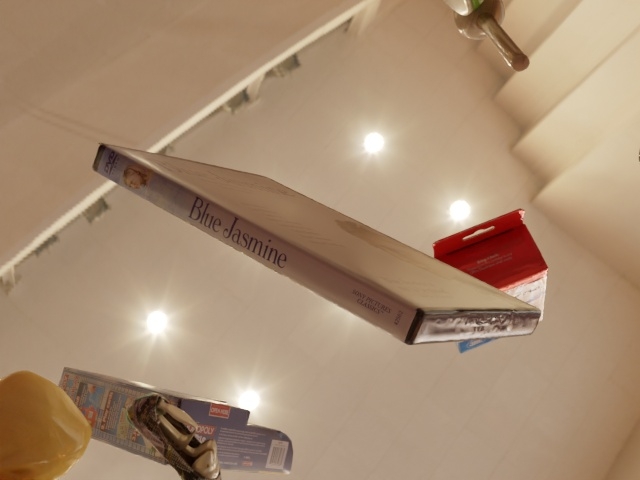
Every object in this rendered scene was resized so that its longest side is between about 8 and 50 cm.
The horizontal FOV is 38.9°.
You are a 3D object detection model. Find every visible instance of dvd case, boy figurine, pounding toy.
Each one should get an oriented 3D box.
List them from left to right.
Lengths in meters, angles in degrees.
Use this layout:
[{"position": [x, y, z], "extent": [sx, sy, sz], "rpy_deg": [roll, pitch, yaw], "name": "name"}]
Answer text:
[{"position": [-0.248, 0.229, 0.621], "extent": [0.092, 0.177, 0.285], "rpy_deg": [36, -127, -29], "name": "boy figurine"}, {"position": [0.000, 0.000, 0.583], "extent": [0.253, 0.180, 0.022], "rpy_deg": [27, -79, 31], "name": "dvd case"}, {"position": [0.140, -0.293, 0.835], "extent": [0.110, 0.183, 0.237], "rpy_deg": [-37, -66, 7], "name": "pounding toy"}]

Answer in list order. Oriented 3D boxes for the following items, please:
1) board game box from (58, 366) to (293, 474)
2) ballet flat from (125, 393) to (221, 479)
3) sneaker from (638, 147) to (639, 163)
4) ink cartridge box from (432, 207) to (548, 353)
[{"position": [-0.152, 0.172, 0.873], "extent": [0.194, 0.194, 0.060], "rpy_deg": [7, -101, 32], "name": "board game box"}, {"position": [-0.107, 0.166, 0.727], "extent": [0.041, 0.041, 0.114], "rpy_deg": [-46, -74, -25], "name": "ballet flat"}, {"position": [0.419, -0.187, 0.787], "extent": [0.146, 0.330, 0.122], "rpy_deg": [22, -154, 3], "name": "sneaker"}, {"position": [0.231, 0.060, 1.234], "extent": [0.134, 0.231, 0.078], "rpy_deg": [-22, -119, 0], "name": "ink cartridge box"}]
